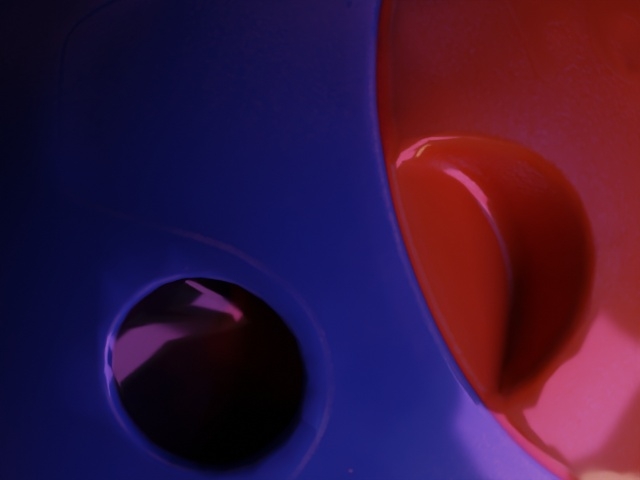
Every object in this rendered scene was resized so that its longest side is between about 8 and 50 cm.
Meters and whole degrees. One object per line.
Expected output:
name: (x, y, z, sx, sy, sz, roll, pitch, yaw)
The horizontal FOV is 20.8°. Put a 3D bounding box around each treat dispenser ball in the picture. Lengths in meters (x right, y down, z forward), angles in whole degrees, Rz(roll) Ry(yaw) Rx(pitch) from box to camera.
treat dispenser ball: (0.000, 0.000, 0.540, 0.288, 0.288, 0.288, -43, 152, -30)
